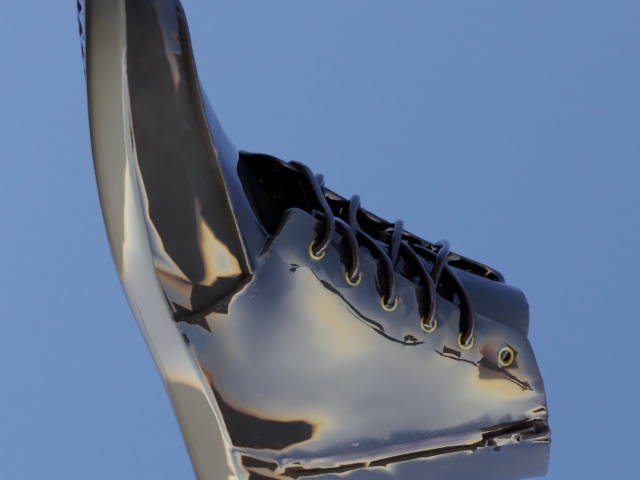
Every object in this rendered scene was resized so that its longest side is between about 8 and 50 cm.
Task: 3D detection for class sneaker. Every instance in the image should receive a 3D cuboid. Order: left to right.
[{"bbox_3d":[0.000,0.000,0.606,0.118,0.222,0.083,-15,-144,1],"label":"sneaker"}]
